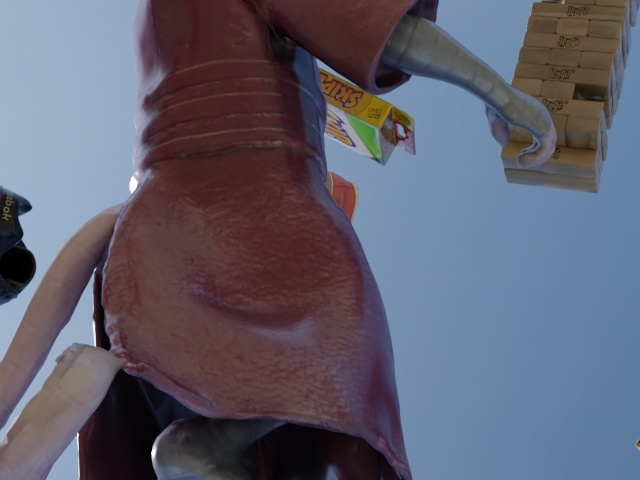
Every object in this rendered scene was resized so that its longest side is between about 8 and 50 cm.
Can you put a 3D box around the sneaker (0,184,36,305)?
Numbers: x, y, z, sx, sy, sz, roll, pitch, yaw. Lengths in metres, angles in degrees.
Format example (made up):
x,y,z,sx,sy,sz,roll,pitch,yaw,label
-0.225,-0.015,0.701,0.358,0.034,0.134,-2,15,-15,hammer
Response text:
x,y,z,sx,sy,sz,roll,pitch,yaw,label
-0.335,0.046,1.078,0.124,0.283,0.107,11,-126,-13,sneaker

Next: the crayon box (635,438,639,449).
x,y,z,sx,sy,sz,roll,pitch,yaw,label
0.490,0.124,0.930,0.363,0.313,0.106,-51,-159,3,crayon box

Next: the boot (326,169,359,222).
x,y,z,sx,sy,sz,roll,pitch,yaw,label
0.000,0.000,1.286,0.059,0.084,0.158,19,-86,36,boot

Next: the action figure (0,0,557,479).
x,y,z,sx,sy,sz,roll,pitch,yaw,label
-0.056,-0.032,0.559,0.275,0.248,0.370,12,-116,-35,action figure

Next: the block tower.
x,y,z,sx,sy,sz,roll,pitch,yaw,label
0.256,-0.217,1.108,0.097,0.091,0.336,9,-110,19,block tower

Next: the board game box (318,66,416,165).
x,y,z,sx,sy,sz,roll,pitch,yaw,label
-0.024,-0.150,1.142,0.259,0.124,0.039,26,-99,11,board game box
